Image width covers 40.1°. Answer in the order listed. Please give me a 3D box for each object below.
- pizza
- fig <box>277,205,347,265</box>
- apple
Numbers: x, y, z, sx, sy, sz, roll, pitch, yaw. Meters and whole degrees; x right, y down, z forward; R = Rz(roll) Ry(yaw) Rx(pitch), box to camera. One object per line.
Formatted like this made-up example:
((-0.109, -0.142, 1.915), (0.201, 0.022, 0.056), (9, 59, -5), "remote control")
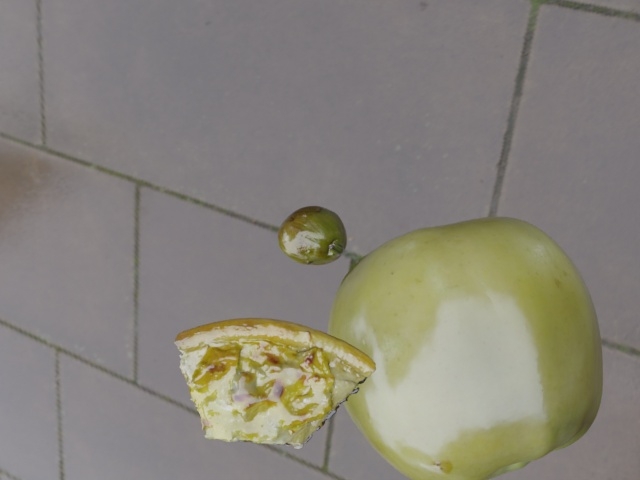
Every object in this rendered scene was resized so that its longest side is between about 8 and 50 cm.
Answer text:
((-0.037, 0.110, 0.674), (0.160, 0.036, 0.099), (10, 83, -10), "pizza")
((0.000, 0.000, 1.089), (0.098, 0.082, 0.084), (32, 170, 36), "fig")
((0.143, 0.101, 0.826), (0.262, 0.262, 0.263), (13, 117, 27), "apple")
